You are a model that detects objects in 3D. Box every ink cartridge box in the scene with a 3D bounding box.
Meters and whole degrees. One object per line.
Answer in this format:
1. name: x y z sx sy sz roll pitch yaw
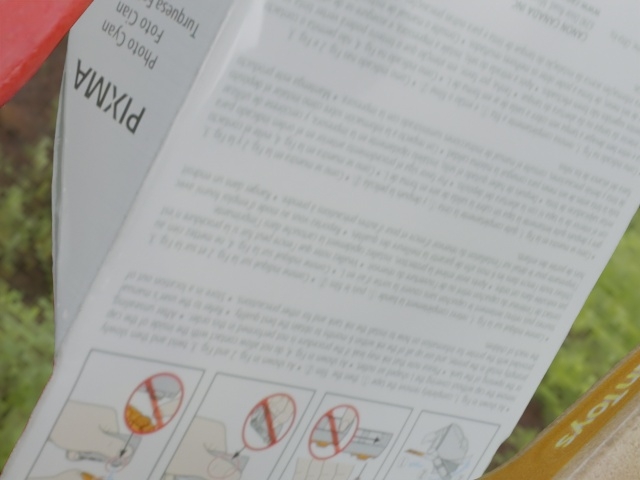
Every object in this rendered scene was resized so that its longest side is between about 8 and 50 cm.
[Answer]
1. ink cartridge box: 0.000 0.000 0.839 0.308 0.385 0.091 16 17 -48

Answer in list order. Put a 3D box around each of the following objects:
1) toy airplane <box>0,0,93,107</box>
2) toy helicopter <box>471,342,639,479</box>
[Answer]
1. toy airplane: -0.214 0.014 0.440 0.386 0.384 0.272 3 33 -10
2. toy helicopter: 0.080 0.105 0.672 0.140 0.355 0.235 52 -18 -8
